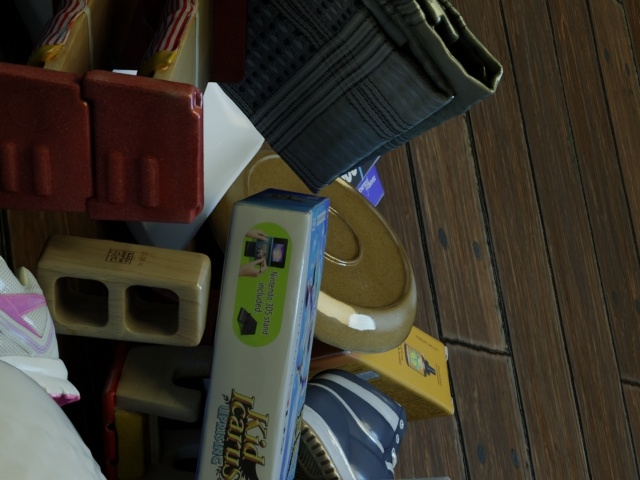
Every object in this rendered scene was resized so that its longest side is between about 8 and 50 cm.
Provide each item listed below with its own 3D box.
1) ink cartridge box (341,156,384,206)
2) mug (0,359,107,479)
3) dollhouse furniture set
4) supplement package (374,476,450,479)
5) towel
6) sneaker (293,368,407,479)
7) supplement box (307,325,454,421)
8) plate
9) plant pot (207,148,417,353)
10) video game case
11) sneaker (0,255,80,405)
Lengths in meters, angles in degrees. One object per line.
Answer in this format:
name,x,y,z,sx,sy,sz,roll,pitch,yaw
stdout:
ink cartridge box,0.016,-0.106,1.968,0.208,0.045,0.206,68,25,-17
mug,-0.219,0.260,1.050,0.374,0.276,0.328,92,-8,-57
dollhouse furniture set,-0.146,-0.014,1.429,0.201,0.152,0.374,-77,172,-54
supplement package,0.048,0.323,1.580,0.134,0.139,0.244,18,68,-88
towel,-0.038,-0.185,1.446,0.056,0.324,0.312,-40,95,-26
sneaker,0.040,0.249,1.743,0.282,0.099,0.153,66,28,-10
supplement box,0.045,0.111,1.861,0.233,0.080,0.078,31,48,-53
plate,-0.155,-0.149,1.634,0.278,0.045,0.277,65,26,-19
plant pot,0.000,0.000,1.758,0.236,0.032,0.236,30,32,-22
video game case,-0.042,0.088,1.509,0.269,0.061,0.244,-44,143,-85
sneaker,-0.255,0.056,1.257,0.252,0.103,0.111,23,51,-67
